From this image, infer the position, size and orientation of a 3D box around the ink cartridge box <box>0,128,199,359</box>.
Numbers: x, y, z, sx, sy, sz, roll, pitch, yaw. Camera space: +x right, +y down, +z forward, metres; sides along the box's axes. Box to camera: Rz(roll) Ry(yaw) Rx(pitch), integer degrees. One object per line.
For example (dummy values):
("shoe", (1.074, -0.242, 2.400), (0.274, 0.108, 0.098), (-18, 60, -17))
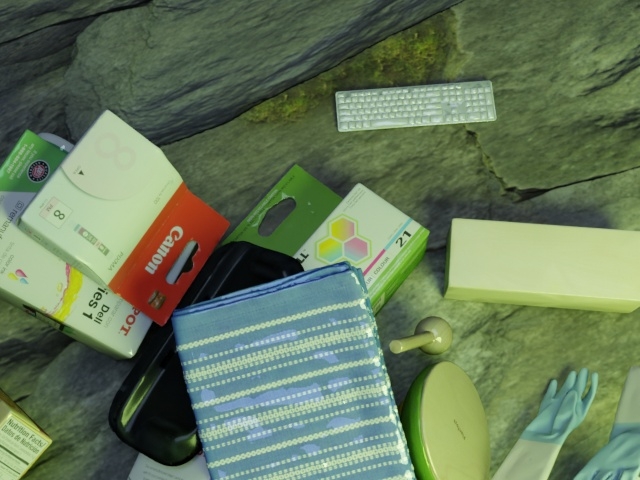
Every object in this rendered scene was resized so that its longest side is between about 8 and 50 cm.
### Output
("ink cartridge box", (-0.339, 0.014, 1.134), (0.278, 0.117, 0.201), (33, 69, -18))

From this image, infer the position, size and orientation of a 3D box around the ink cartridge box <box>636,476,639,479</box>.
("ink cartridge box", (0.360, 0.444, 0.973), (0.197, 0.114, 0.273), (34, 73, 25))

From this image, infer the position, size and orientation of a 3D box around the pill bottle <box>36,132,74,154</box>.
("pill bottle", (-0.432, -0.048, 1.230), (0.117, 0.117, 0.208), (25, 71, 13))

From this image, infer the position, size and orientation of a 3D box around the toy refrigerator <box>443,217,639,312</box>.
("toy refrigerator", (0.316, 0.038, 1.176), (0.269, 0.094, 0.102), (4, 74, 5))

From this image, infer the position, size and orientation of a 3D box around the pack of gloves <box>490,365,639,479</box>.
("pack of gloves", (0.341, 0.256, 1.039), (0.232, 0.195, 0.046), (-48, 111, -30))

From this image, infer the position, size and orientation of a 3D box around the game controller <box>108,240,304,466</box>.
("game controller", (-0.149, 0.139, 1.089), (0.166, 0.067, 0.319), (19, 67, 32))

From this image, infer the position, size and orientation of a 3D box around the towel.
("towel", (-0.027, 0.213, 0.982), (0.243, 0.040, 0.336), (-15, 86, -1))

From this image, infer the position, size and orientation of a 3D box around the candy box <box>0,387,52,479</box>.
("candy box", (-0.515, 0.325, 1.051), (0.183, 0.087, 0.316), (22, 67, 43))

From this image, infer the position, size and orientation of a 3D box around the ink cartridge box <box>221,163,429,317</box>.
("ink cartridge box", (0.000, 0.000, 1.202), (0.255, 0.097, 0.189), (36, 73, 16))

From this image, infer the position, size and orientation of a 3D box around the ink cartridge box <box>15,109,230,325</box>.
("ink cartridge box", (-0.248, -0.029, 1.089), (0.232, 0.066, 0.189), (36, 65, -12))

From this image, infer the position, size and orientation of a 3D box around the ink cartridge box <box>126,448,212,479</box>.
("ink cartridge box", (-0.185, 0.341, 1.042), (0.139, 0.082, 0.191), (5, 61, 40))

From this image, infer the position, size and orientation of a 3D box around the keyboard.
("keyboard", (0.154, -0.218, 1.334), (0.255, 0.014, 0.072), (-4, 66, 1))

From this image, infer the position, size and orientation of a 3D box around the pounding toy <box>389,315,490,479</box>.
("pounding toy", (0.126, 0.232, 1.078), (0.110, 0.183, 0.237), (-17, 88, 33))
